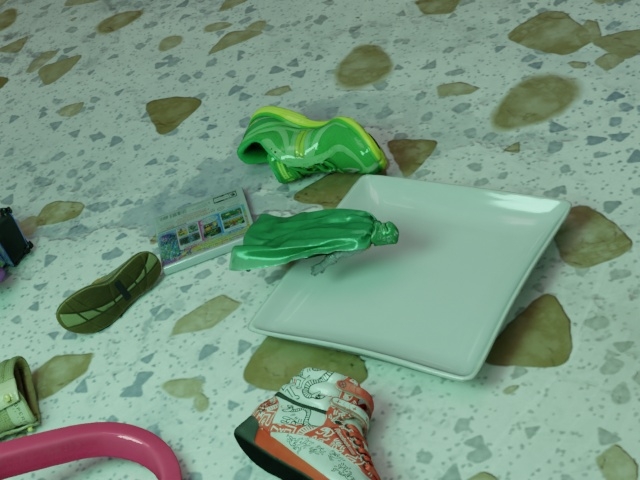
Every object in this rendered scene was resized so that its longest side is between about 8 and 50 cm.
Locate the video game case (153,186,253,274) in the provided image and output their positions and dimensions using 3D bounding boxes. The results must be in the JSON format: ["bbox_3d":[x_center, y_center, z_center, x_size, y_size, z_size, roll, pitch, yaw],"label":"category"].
[{"bbox_3d":[-0.186,-0.017,1.740,0.157,0.019,0.143,-20,38,-1],"label":"video game case"}]

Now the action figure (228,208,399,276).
[{"bbox_3d":[0.000,0.000,1.519,0.232,0.063,0.137,-6,38,25],"label":"action figure"}]

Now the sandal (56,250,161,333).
[{"bbox_3d":[-0.322,0.078,1.649,0.180,0.072,0.049,-39,26,-25],"label":"sandal"}]

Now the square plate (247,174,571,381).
[{"bbox_3d":[0.127,0.046,1.497,0.347,0.049,0.344,10,46,33],"label":"square plate"}]

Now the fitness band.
[{"bbox_3d":[-0.306,0.302,1.292,0.290,0.054,0.209,-9,28,-28],"label":"fitness band"}]

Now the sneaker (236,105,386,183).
[{"bbox_3d":[-0.016,-0.136,1.755,0.295,0.109,0.123,14,61,42],"label":"sneaker"}]

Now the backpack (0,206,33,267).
[{"bbox_3d":[-0.560,-0.006,1.824,0.114,0.105,0.084,14,48,39],"label":"backpack"}]

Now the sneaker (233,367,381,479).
[{"bbox_3d":[0.028,0.239,1.272,0.145,0.090,0.270,-42,40,-22],"label":"sneaker"}]

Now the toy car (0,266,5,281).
[{"bbox_3d":[-0.572,0.047,1.721,0.136,0.182,0.159,-9,18,-12],"label":"toy car"}]

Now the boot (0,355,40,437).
[{"bbox_3d":[-0.486,0.274,1.465,0.203,0.095,0.262,-18,35,1],"label":"boot"}]
